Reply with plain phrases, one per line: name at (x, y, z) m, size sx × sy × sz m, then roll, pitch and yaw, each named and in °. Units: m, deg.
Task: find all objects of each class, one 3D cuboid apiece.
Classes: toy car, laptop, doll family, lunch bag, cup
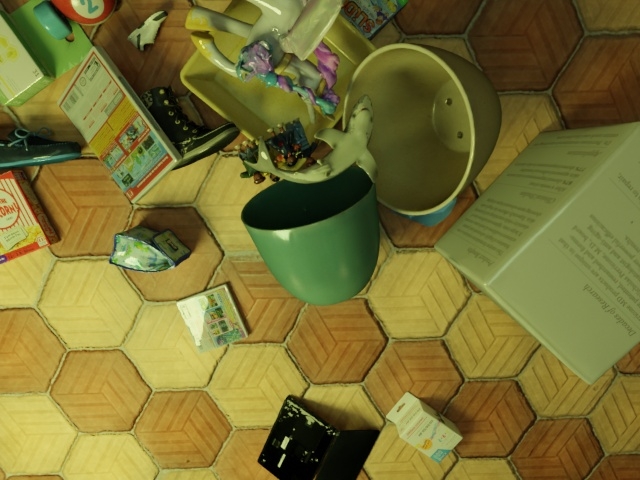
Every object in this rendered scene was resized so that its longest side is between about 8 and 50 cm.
toy car at (-0.523, -0.555, 0.788) m, size 0.219 × 0.238 × 0.210 m, roll -34°, pitch 101°, yaw 0°
laptop at (-0.006, 0.590, 1.167) m, size 0.264 × 0.136 × 0.234 m, roll 27°, pitch 100°, yaw 19°
doll family at (-0.088, -0.186, 0.891) m, size 0.192 × 0.076 × 0.111 m, roll -27°, pitch 97°, yaw 2°
lunch bag at (-0.401, 0.024, 0.980) m, size 0.151 × 0.129 × 0.096 m, roll 18°, pitch 101°, yaw -4°
cup at (0.242, -0.246, 0.865) m, size 0.236 × 0.331 × 0.331 m, roll -25°, pitch 104°, yaw -33°

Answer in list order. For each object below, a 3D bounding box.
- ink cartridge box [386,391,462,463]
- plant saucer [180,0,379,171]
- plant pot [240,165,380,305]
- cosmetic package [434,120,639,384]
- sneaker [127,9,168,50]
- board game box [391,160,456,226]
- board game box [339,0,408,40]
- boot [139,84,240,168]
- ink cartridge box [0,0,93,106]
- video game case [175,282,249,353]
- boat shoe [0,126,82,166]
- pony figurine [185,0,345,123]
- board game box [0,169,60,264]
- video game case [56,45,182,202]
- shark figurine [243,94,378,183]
ink cartridge box at (0.286, 0.520, 1.133) m, size 0.181 × 0.061 × 0.104 m, roll 36°, pitch 99°, yaw -8°
plant saucer at (-0.085, -0.384, 0.926) m, size 0.332 × 0.081 × 0.333 m, roll 39°, pitch 98°, yaw -9°
plant pot at (0.000, 0.000, 0.915) m, size 0.292 × 0.293 × 0.235 m, roll -16°, pitch 119°, yaw 2°
cosmetic package at (0.535, 0.007, 0.895) m, size 0.327 × 0.329 × 0.394 m, roll 40°, pitch 99°, yaw -9°
sneaker at (-0.384, -0.477, 0.925) m, size 0.109 × 0.040 × 0.044 m, roll -37°, pitch 117°, yaw 10°
board game box at (0.250, -0.115, 1.015) m, size 0.168 × 0.033 × 0.133 m, roll 21°, pitch 104°, yaw 1°
board game box at (0.078, -0.561, 0.914) m, size 0.136 × 0.035 × 0.201 m, roll -44°, pitch 99°, yaw 7°
boot at (-0.308, -0.269, 0.916) m, size 0.236 × 0.085 × 0.179 m, roll -17°, pitch 100°, yaw 28°
ink cartridge box at (-0.660, -0.439, 0.915) m, size 0.235 × 0.056 × 0.171 m, roll -31°, pitch 100°, yaw 7°
video game case at (-0.285, 0.208, 1.077) m, size 0.143 × 0.019 × 0.157 m, roll -20°, pitch 101°, yaw 3°
boat shoe at (-0.690, -0.216, 0.936) m, size 0.258 × 0.109 × 0.089 m, roll -6°, pitch 99°, yaw -2°
pony figurine at (-0.064, -0.421, 0.756) m, size 0.363 × 0.303 × 0.351 m, roll 29°, pitch 137°, yaw -10°
board game box at (-0.760, -0.055, 0.997) m, size 0.146 × 0.045 × 0.194 m, roll -21°, pitch 101°, yaw 3°
video game case at (-0.459, -0.250, 0.923) m, size 0.204 × 0.025 × 0.285 m, roll -29°, pitch 99°, yaw 33°
shark figurine at (0.000, -0.161, 0.832) m, size 0.278 × 0.116 × 0.166 m, roll -26°, pitch 99°, yaw -9°
